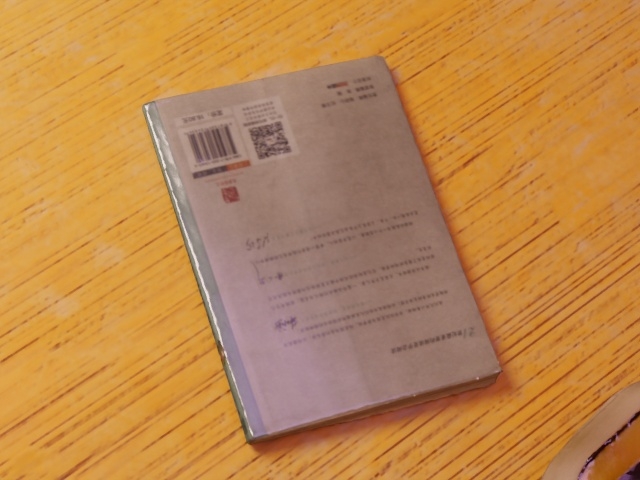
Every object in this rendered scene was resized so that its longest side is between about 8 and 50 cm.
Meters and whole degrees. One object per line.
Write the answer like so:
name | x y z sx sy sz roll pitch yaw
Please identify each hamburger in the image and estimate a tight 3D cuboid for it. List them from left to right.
hamburger | 0.259 0.198 1.297 0.173 0.116 0.210 44 69 12

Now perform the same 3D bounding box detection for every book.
book | 0.000 0.000 1.342 0.214 0.025 0.283 -12 73 -18
